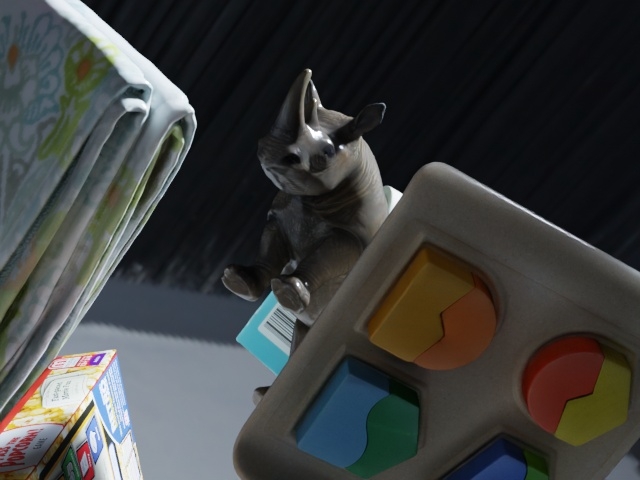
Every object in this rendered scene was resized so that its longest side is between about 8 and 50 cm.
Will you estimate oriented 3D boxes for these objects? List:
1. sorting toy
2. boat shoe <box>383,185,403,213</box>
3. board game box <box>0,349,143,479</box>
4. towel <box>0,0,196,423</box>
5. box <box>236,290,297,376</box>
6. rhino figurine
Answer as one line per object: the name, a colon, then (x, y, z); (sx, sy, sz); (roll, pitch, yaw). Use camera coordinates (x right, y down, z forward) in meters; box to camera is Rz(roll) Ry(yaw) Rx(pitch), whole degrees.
sorting toy: (0.082, 0.087, 0.746); (0.193, 0.208, 0.038); (28, 18, -14)
boat shoe: (0.035, 0.058, 1.480); (0.097, 0.324, 0.116); (25, 52, -14)
board game box: (-0.147, 0.166, 0.801); (0.193, 0.045, 0.146); (-68, 150, -74)
towel: (-0.274, -0.054, 1.017); (0.090, 0.320, 0.374); (21, 16, -50)
box: (0.017, 0.057, 1.170); (0.060, 0.100, 0.244); (40, 9, 12)
rhino figurine: (0.000, 0.000, 0.784); (0.073, 0.243, 0.106); (25, 52, 30)
